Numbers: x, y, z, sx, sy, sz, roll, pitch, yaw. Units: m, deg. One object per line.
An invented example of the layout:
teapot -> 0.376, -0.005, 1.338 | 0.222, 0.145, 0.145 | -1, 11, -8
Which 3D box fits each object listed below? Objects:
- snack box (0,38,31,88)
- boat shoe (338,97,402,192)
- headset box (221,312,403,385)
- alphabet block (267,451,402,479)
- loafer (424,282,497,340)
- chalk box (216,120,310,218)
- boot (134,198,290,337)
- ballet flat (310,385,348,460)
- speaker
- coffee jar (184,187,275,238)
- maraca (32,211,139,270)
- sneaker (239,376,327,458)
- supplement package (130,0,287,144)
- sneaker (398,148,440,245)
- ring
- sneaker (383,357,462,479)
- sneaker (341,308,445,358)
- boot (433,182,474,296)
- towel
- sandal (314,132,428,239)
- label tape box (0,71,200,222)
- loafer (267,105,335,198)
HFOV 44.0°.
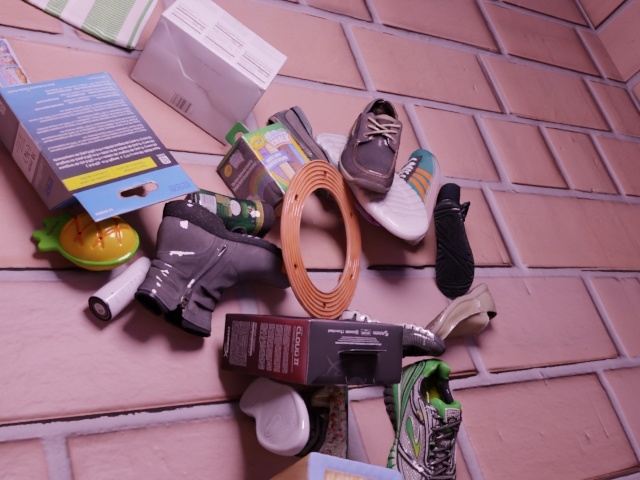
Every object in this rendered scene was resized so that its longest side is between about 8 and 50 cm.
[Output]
snack box -> -0.615, -0.323, 1.563 | 0.064, 0.022, 0.178 | -20, 72, -43
boat shoe -> 0.119, -0.231, 1.816 | 0.132, 0.130, 0.355 | 14, 30, -7
headset box -> -0.008, 0.194, 1.419 | 0.218, 0.293, 0.110 | 8, 84, -37
alphabet block -> 0.013, 0.486, 1.308 | 0.192, 0.197, 0.194 | 21, 49, -24
loafer -> 0.338, 0.181, 1.844 | 0.092, 0.102, 0.268 | 49, 43, 13
chalk box -> -0.125, -0.164, 1.731 | 0.132, 0.132, 0.213 | -27, 79, -45
boot -> -0.197, 0.087, 1.520 | 0.338, 0.118, 0.223 | 28, 63, -34
ballet flat -> 0.017, 0.330, 1.512 | 0.077, 0.091, 0.241 | 7, 48, -6
speaker -> -0.353, 0.086, 1.432 | 0.055, 0.055, 0.136 | 44, 44, -1
coffee jar -> -0.190, -0.048, 1.624 | 0.184, 0.096, 0.079 | 11, 54, -32
maraca -> -0.420, -0.004, 1.424 | 0.185, 0.099, 0.127 | 13, 38, 3
sneaker -> -0.037, 0.323, 1.360 | 0.147, 0.295, 0.105 | 39, 81, -16
supplement package -> -0.247, -0.383, 1.750 | 0.261, 0.204, 0.145 | 36, 45, -10
sneaker -> 0.218, -0.134, 1.982 | 0.121, 0.108, 0.302 | 31, 47, -20
ring -> 0.000, 0.000, 1.661 | 0.336, 0.032, 0.337 | 14, 74, -61
sneaker -> 0.213, 0.391, 1.563 | 0.134, 0.146, 0.344 | 14, 53, -29
sneaker -> 0.138, 0.220, 1.635 | 0.234, 0.078, 0.106 | 13, 56, 19
boot -> 0.334, -0.007, 1.971 | 0.207, 0.094, 0.247 | -51, 133, -69
towel -> -0.540, -0.577, 1.797 | 0.324, 0.038, 0.248 | 26, 48, -19
sandal -> 0.114, -0.114, 1.863 | 0.169, 0.102, 0.416 | -2, 39, -32
label tape box -> -0.426, -0.156, 1.495 | 0.240, 0.106, 0.334 | -23, 67, -44
loafer -> -0.041, -0.199, 1.866 | 0.084, 0.096, 0.268 | -16, 61, -22
